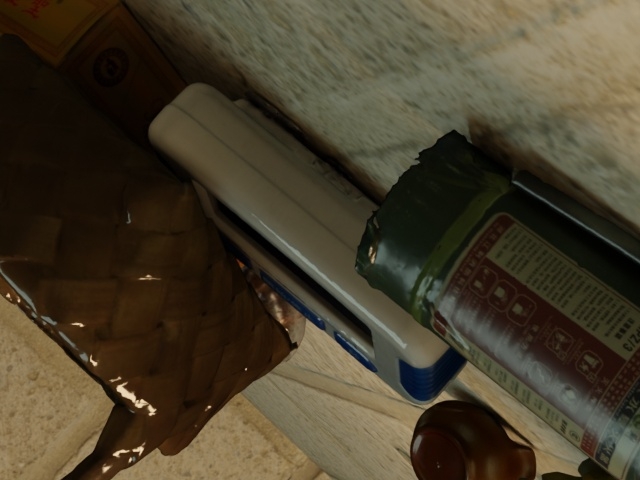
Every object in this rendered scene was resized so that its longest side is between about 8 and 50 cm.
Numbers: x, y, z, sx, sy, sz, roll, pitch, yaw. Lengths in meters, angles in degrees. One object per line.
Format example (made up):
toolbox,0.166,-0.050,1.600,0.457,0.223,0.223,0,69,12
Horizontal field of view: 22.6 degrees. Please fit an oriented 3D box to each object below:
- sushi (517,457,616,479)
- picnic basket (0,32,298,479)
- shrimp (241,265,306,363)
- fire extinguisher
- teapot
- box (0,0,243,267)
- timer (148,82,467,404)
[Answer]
sushi,0.180,0.345,1.054,0.240,0.351,0.397,35,164,45
picnic basket,-0.226,0.070,1.156,0.293,0.337,0.337,38,169,31
shrimp,-0.111,0.032,1.579,0.343,0.116,0.145,29,148,55
fire extinguisher,0.151,0.065,0.754,0.294,0.118,0.093,39,-156,22
teapot,0.136,0.188,1.411,0.129,0.078,0.098,4,102,55
box,-0.160,-0.104,1.298,0.174,0.076,0.274,31,165,44
timer,0.000,0.000,1.111,0.253,0.078,0.178,40,169,13
